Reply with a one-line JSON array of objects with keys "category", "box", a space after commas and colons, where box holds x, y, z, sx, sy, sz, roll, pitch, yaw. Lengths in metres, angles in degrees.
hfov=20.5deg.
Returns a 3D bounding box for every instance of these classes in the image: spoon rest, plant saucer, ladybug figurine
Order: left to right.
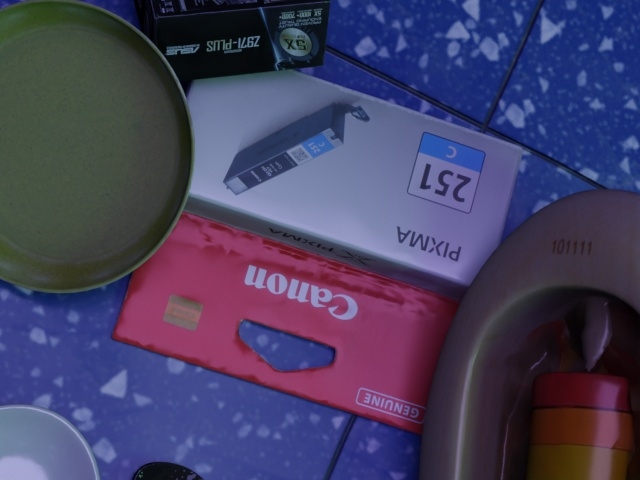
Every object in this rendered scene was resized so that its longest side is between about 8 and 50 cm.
[{"category": "spoon rest", "box": [-0.307, 0.222, 1.396, 0.276, 0.084, 0.137, -20, 83, -14]}, {"category": "plant saucer", "box": [-0.213, -0.078, 1.457, 0.241, 0.037, 0.241, 2, 97, 14]}, {"category": "ladybug figurine", "box": [0.230, 0.188, 1.420, 0.162, 0.305, 0.449, 17, 79, -49]}]

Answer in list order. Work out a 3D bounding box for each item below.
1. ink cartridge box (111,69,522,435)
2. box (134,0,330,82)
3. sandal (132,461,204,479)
[{"category": "ink cartridge box", "box": [0.000, 0.000, 1.512, 0.296, 0.066, 0.261, 18, 74, -7]}, {"category": "box", "box": [-0.084, -0.227, 1.500, 0.147, 0.077, 0.180, -8, 51, -12]}, {"category": "sandal", "box": [-0.096, 0.259, 1.451, 0.067, 0.040, 0.179, -26, 84, -15]}]
